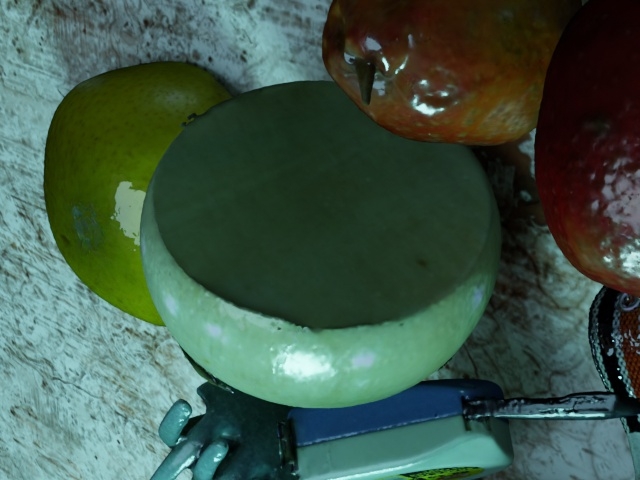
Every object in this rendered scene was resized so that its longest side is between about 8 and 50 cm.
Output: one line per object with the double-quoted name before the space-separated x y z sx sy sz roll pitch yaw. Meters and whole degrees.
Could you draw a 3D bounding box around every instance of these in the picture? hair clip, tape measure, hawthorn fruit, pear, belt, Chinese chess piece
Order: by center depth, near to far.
"hawthorn fruit" 0.300 -0.098 0.923 0.265 0.265 0.307 10 94 40
"hawthorn fruit" 0.103 -0.176 1.047 0.211 0.262 0.210 17 117 36
"belt" 0.337 0.206 1.124 0.094 0.126 0.359 -3 102 53
"Chinese chess piece" 0.000 0.000 1.166 0.349 0.349 0.146 36 146 25
"tape measure" 0.152 0.183 1.188 0.351 0.215 0.097 -12 71 19
"hair clip" -0.030 0.283 1.411 0.318 0.238 0.392 48 134 11
"pear" -0.208 -0.031 1.453 0.386 0.191 0.340 35 130 26
